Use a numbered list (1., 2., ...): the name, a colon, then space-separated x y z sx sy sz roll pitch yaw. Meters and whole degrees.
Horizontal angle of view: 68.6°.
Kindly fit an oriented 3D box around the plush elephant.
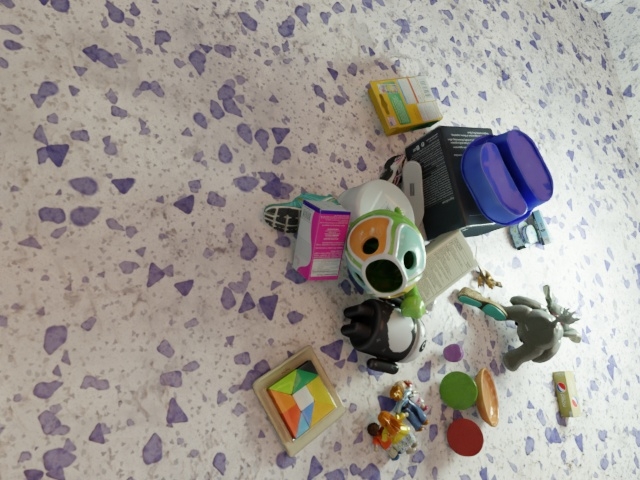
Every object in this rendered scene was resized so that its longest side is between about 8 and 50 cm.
1. plush elephant: 0.866 0.325 1.837 0.255 0.330 0.272 0 66 -51

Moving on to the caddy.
1. caddy: 0.648 -0.221 1.655 0.241 0.179 0.342 -27 89 -10

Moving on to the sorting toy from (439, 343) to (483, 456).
1. sorting toy: 0.499 0.549 1.641 0.126 0.127 0.366 26 56 -56

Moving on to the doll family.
1. doll family: 0.255 0.543 1.459 0.163 0.118 0.263 49 56 -9

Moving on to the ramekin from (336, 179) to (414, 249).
1. ramekin: 0.189 -0.074 1.606 0.277 0.135 0.278 10 69 -29

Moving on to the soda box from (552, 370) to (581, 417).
1. soda box: 1.020 0.634 1.942 0.061 0.058 0.182 6 72 -30

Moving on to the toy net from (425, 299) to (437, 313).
1. toy net: 0.396 0.148 1.717 0.122 0.045 0.232 19 66 -26

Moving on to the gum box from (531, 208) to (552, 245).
1. gum box: 0.994 -0.058 2.108 0.184 0.041 0.157 -1 72 -62

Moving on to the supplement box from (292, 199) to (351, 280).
1. supplement box: 0.000 0.000 1.418 0.113 0.111 0.220 1 109 -32

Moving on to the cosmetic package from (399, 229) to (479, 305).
1. cosmetic package: 0.380 0.104 1.629 0.296 0.129 0.153 -31 93 -19

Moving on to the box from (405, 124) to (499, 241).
1. box: 0.542 -0.218 1.820 0.293 0.212 0.396 -5 77 -31

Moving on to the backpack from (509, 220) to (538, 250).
1. backpack: 0.895 -0.028 2.060 0.105 0.084 0.115 -17 81 -37

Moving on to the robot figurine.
1. robot figurine: 0.204 0.284 1.475 0.278 0.173 0.209 23 103 -24

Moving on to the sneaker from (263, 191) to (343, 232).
1. sneaker: -0.059 -0.096 1.499 0.275 0.107 0.110 -6 50 -29

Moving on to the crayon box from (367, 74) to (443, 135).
1. crayon box: 0.323 -0.538 1.869 0.322 0.083 0.203 -19 85 -35

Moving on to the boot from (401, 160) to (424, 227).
1. boot: 0.349 -0.168 1.762 0.123 0.095 0.259 -27 121 -71

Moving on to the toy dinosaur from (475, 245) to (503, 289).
1. toy dinosaur: 0.656 0.135 1.885 0.211 0.064 0.112 48 38 -21

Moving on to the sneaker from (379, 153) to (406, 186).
1. sneaker: 0.279 -0.252 1.771 0.077 0.071 0.178 53 54 -31

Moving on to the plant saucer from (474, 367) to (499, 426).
1. plant saucer: 0.590 0.558 1.673 0.200 0.037 0.200 34 48 -49

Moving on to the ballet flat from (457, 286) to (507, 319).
1. ballet flat: 0.625 0.233 1.797 0.206 0.073 0.067 28 51 -5

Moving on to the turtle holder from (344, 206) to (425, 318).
1. turtle holder: 0.193 0.079 1.402 0.227 0.243 0.321 -76 164 -62

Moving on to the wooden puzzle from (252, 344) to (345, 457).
1. wooden puzzle: -0.052 0.453 1.343 0.220 0.044 0.239 -27 90 -35
